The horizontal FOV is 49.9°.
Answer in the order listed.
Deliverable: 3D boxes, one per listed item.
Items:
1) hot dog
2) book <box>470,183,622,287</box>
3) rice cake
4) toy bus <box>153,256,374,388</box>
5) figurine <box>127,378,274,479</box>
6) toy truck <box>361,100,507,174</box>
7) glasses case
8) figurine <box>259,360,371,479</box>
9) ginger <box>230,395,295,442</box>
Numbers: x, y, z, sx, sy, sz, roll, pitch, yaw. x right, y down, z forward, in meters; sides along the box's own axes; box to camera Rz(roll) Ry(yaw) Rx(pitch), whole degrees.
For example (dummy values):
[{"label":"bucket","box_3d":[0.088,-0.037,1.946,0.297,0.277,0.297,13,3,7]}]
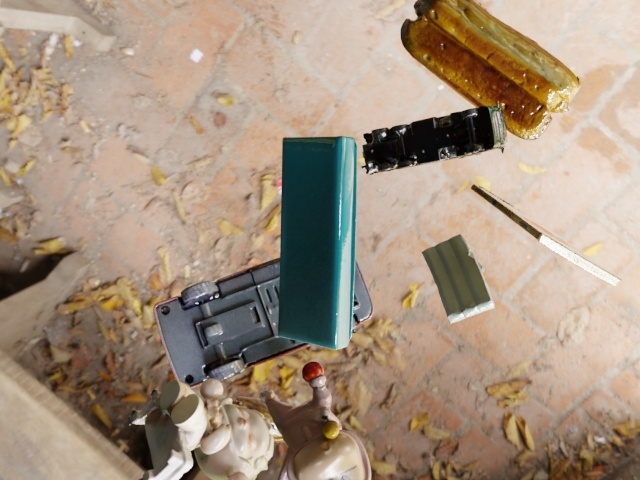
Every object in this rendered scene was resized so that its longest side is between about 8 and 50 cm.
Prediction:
[{"label":"hot dog","box_3d":[0.313,-0.335,1.284,0.349,0.117,0.158,36,130,2]},{"label":"book","box_3d":[0.353,-0.014,1.105,0.170,0.241,0.018,27,104,-20]},{"label":"rice cake","box_3d":[0.333,0.089,1.661,0.127,0.237,0.043,-26,135,16]},{"label":"toy bus","box_3d":[-0.115,0.159,1.459,0.427,0.233,0.203,-19,82,-9]},{"label":"figurine","box_3d":[-0.162,0.315,1.065,0.182,0.257,0.144,33,88,45]},{"label":"toy truck","box_3d":[0.199,-0.175,1.212,0.259,0.121,0.088,-7,95,35]},{"label":"glasses case","box_3d":[0.002,0.000,1.010,0.117,0.070,0.301,7,96,41]},{"label":"figurine","box_3d":[-0.014,0.381,1.275,0.176,0.186,0.287,-18,64,-8]},{"label":"ginger","box_3d":[-0.149,0.444,1.683,0.309,0.107,0.133,11,130,-32]}]
